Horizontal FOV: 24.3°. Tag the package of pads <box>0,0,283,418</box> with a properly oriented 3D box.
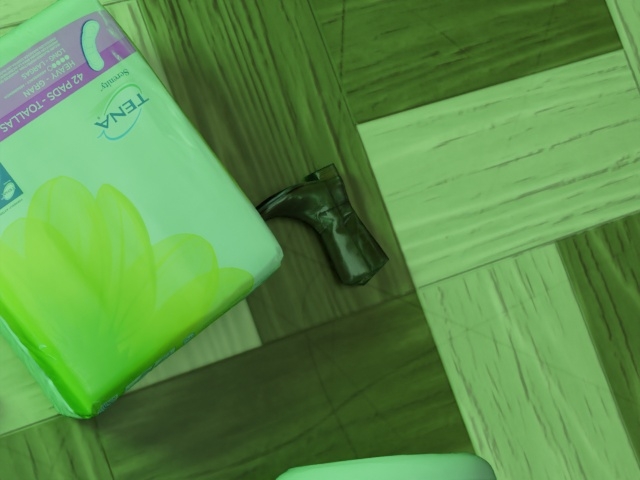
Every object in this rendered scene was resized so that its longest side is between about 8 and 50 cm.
[{"bbox_3d":[-0.198,-0.033,1.229,0.229,0.101,0.296,-38,95,-25],"label":"package of pads"}]

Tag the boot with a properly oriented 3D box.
[{"bbox_3d":[0.000,0.000,1.347,0.106,0.037,0.114,-29,95,-25],"label":"boot"}]

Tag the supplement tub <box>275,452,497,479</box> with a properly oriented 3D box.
[{"bbox_3d":[0.061,0.316,1.210,0.191,0.191,0.272,0,78,-24],"label":"supplement tub"}]
